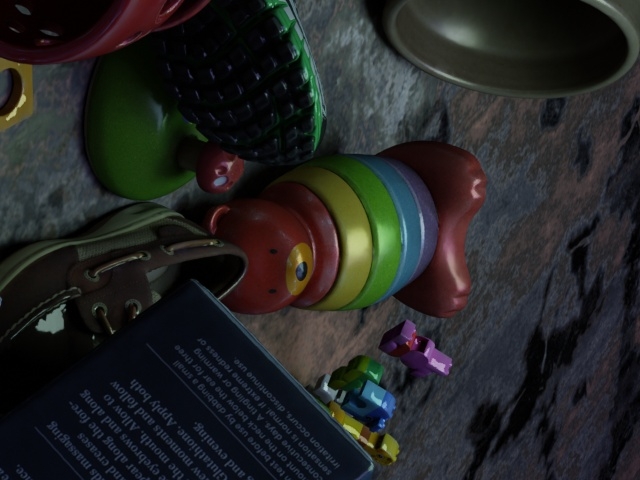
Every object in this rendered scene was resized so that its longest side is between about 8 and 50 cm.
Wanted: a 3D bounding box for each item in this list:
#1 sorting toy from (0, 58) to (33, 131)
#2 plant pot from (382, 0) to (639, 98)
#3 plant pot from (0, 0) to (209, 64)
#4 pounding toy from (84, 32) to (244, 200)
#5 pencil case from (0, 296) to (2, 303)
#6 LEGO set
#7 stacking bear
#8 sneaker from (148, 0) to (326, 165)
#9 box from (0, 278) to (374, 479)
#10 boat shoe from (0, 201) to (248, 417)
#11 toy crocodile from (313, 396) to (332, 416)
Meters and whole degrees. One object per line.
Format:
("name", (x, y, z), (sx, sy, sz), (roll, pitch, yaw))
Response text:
("sorting toy", (-0.308, -0.051, 1.388), (0.348, 0.047, 0.196), (-46, 144, -39))
("plant pot", (0.206, -0.302, 1.981), (0.263, 0.263, 0.229), (46, 49, -59))
("plant pot", (-0.167, -0.228, 1.390), (0.174, 0.191, 0.191), (-27, 131, -64))
("pounding toy", (-0.088, -0.120, 1.672), (0.237, 0.110, 0.183), (-34, 136, -48))
("pencil case", (-0.324, -0.035, 1.221), (0.119, 0.133, 0.306), (-38, 128, -12))
("LEGO set", (0.056, 0.174, 1.986), (0.227, 0.093, 0.087), (-37, -156, 55))
("stacking bear", (0.000, 0.000, 1.860), (0.289, 0.164, 0.175), (-13, 117, -46))
("sneaker", (-0.062, -0.222, 1.551), (0.146, 0.134, 0.344), (-40, 118, -51))
("box", (-0.185, 0.270, 1.462), (0.395, 0.212, 0.293), (-37, 161, -25))
("boat shoe", (-0.176, 0.065, 1.598), (0.342, 0.123, 0.123), (-32, 134, -56))
("toy crocodile", (-0.100, 0.293, 1.916), (0.341, 0.105, 0.115), (-60, 150, -17))
